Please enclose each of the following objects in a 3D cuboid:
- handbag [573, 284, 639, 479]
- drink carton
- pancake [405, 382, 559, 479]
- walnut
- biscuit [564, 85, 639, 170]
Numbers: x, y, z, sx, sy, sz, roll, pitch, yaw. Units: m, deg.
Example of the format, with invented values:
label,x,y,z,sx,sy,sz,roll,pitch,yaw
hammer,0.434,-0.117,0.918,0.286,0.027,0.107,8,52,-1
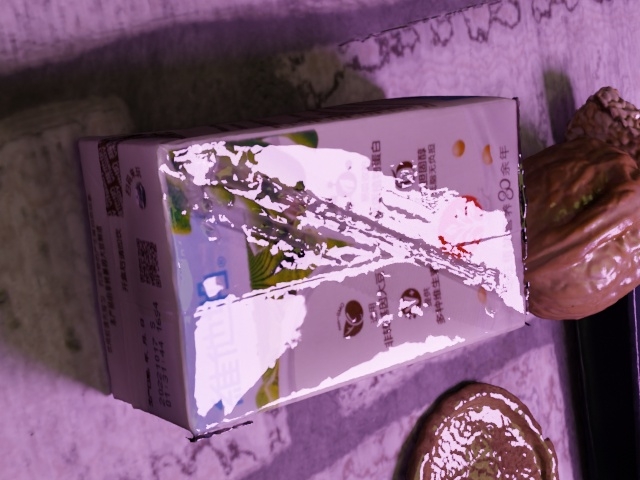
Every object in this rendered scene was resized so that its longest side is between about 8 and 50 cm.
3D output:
label,x,y,z,sx,sy,sz,roll,pitch,yaw
handbag,0.399,0.117,1.125,0.269,0.118,0.326,-20,108,-38
drink carton,0.001,0.000,0.766,0.324,0.132,0.194,-13,102,-37
pancake,0.155,0.235,0.964,0.199,0.021,0.199,5,81,-31
walnut,0.229,-0.009,0.946,0.184,0.155,0.155,-34,115,-23
biscuit,0.318,-0.079,1.008,0.168,0.082,0.070,45,44,15
